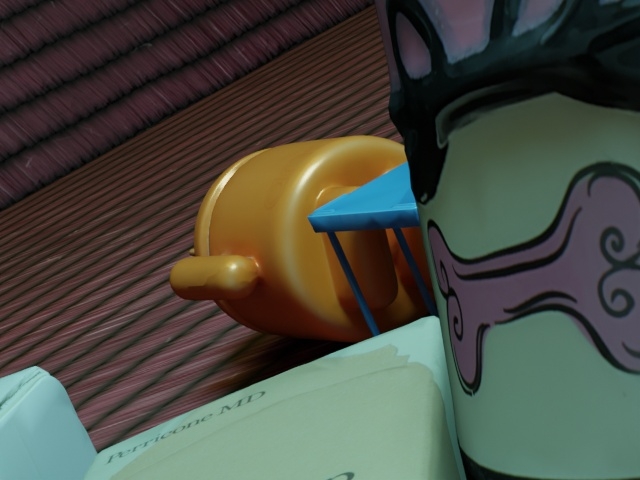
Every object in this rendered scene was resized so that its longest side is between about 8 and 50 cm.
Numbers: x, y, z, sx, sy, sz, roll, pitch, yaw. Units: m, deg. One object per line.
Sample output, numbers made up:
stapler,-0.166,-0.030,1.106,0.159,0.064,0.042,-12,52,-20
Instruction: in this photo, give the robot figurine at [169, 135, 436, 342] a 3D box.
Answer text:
robot figurine,0.002,0.000,1.145,0.158,0.128,0.219,-57,23,-17

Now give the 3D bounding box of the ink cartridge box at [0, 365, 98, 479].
ink cartridge box,-0.172,0.156,0.694,0.208,0.153,0.087,-22,12,18

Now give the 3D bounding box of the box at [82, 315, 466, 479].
box,-0.009,0.139,0.504,0.148,0.121,0.311,-23,11,9

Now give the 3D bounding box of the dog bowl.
dog bowl,0.193,-0.084,0.489,0.408,0.150,0.408,-25,5,2

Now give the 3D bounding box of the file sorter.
file sorter,0.106,-0.007,1.007,0.170,0.104,0.118,-29,11,-25
